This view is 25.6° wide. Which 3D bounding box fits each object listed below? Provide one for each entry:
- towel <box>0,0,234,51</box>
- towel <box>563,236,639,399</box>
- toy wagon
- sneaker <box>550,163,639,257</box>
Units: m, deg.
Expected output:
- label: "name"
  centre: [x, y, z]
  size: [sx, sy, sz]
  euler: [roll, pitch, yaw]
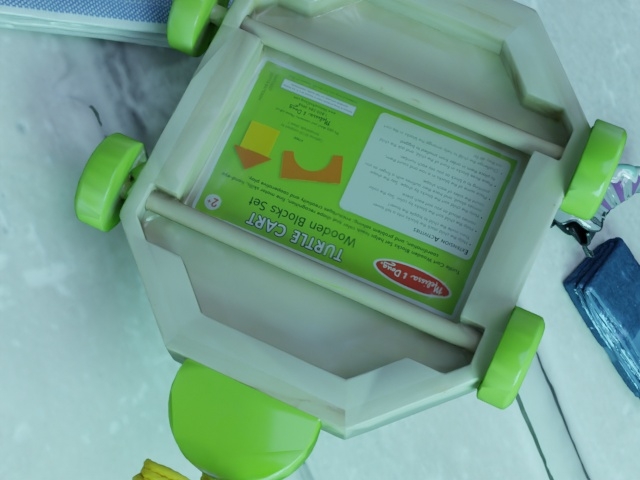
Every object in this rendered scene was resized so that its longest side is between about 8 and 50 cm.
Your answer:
- label: "towel"
  centre: [-0.142, -0.258, 0.847]
  size: [0.209, 0.034, 0.285]
  euler: [1, 83, -32]
- label: "towel"
  centre: [0.233, 0.060, 1.042]
  size: [0.067, 0.029, 0.119]
  euler: [-45, 107, -29]
- label: "toy wagon"
  centre: [0.000, 0.000, 0.786]
  size: [0.267, 0.068, 0.344]
  euler: [24, 76, 9]
- label: "sneaker"
  centre: [0.203, -0.021, 1.032]
  size: [0.098, 0.038, 0.069]
  euler: [1, 84, -22]
